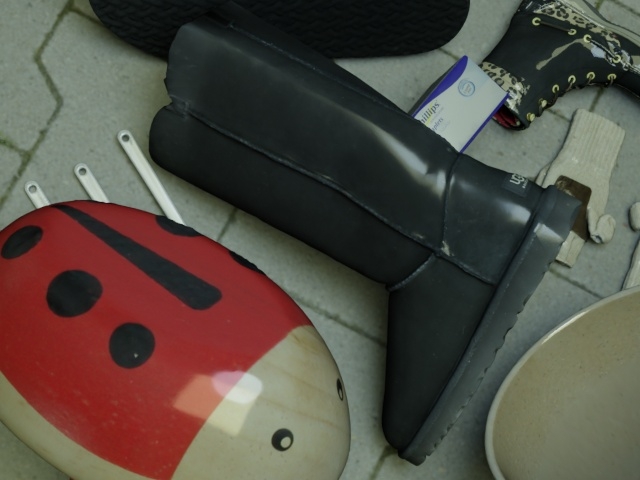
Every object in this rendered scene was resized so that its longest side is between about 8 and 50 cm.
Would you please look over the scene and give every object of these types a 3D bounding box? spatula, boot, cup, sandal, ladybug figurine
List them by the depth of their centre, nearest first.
[{"bbox_3d":[-0.165,0.093,1.047,0.449,0.161,0.305,28,37,17],"label":"ladybug figurine"},{"bbox_3d":[0.366,0.229,1.078,0.331,0.331,0.237,-40,115,-14],"label":"cup"},{"bbox_3d":[0.001,-0.002,1.176,0.445,0.146,0.367,28,115,6],"label":"boot"},{"bbox_3d":[-0.214,0.004,1.221,0.168,0.019,0.242,-32,87,-8],"label":"spatula"},{"bbox_3d":[-0.049,-0.289,1.245,0.446,0.167,0.107,-1,56,-18],"label":"sandal"},{"bbox_3d":[0.308,-0.190,1.314,0.236,0.085,0.178,38,78,8],"label":"boot"}]

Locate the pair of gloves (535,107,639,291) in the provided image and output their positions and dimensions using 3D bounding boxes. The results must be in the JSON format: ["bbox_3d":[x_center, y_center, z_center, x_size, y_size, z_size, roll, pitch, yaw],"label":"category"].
[{"bbox_3d":[0.378,-0.029,1.326,0.240,0.042,0.204,33,77,-5],"label":"pair of gloves"}]

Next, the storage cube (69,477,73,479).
[{"bbox_3d":[-0.171,0.320,1.094,0.193,0.183,0.214,11,80,-8],"label":"storage cube"}]

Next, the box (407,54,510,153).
[{"bbox_3d":[0.135,-0.131,1.245,0.072,0.137,0.126,41,76,-3],"label":"box"}]

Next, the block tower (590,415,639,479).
[{"bbox_3d":[0.346,0.322,1.241,0.097,0.091,0.335,-23,86,-13],"label":"block tower"}]
